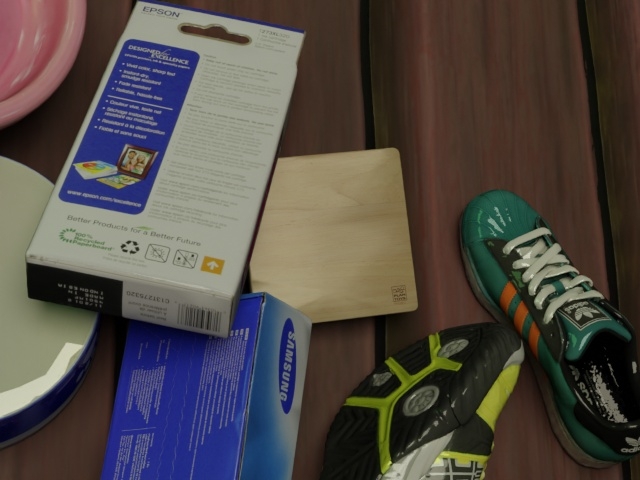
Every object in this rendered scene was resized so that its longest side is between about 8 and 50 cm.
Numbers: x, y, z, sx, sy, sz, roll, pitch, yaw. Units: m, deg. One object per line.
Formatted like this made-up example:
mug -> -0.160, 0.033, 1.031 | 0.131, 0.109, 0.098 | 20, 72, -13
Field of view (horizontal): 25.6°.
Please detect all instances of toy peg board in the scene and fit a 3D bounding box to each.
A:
toy peg board -> 0.000, 0.000, 1.383 | 0.161, 0.079, 0.160 | -6, 86, -13

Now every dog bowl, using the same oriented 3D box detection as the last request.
dog bowl -> -0.328, 0.054, 1.264 | 0.265, 0.104, 0.265 | 4, 68, -11

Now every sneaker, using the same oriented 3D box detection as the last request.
sneaker -> 0.239, 0.070, 1.371 | 0.108, 0.121, 0.302 | -22, 75, -20
sneaker -> 0.078, 0.236, 1.286 | 0.147, 0.145, 0.384 | 50, 61, -24

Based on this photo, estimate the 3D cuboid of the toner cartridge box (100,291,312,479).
toner cartridge box -> -0.111, 0.226, 1.210 | 0.075, 0.165, 0.347 | 33, 57, -46

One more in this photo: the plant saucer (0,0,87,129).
plant saucer -> -0.376, -0.237, 1.269 | 0.332, 0.084, 0.332 | 16, 63, -33

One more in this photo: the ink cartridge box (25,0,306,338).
ink cartridge box -> -0.129, -0.080, 1.283 | 0.176, 0.069, 0.371 | 11, 47, 1
